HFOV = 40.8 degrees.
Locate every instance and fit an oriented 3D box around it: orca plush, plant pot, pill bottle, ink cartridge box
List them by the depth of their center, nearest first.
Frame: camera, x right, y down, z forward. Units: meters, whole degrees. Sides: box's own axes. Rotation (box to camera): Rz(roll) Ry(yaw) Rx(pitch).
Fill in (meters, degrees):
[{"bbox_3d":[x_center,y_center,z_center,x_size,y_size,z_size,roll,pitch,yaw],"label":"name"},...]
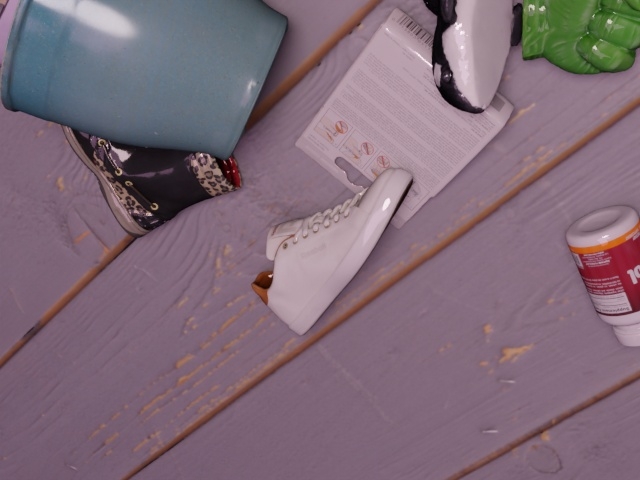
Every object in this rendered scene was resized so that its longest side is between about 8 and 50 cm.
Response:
[{"bbox_3d":[0.137,-0.283,0.915,0.102,0.151,0.287,7,112,41],"label":"orca plush"},{"bbox_3d":[-0.183,-0.224,0.980,0.255,0.272,0.272,22,119,-9],"label":"plant pot"},{"bbox_3d":[0.352,0.043,1.004,0.086,0.086,0.152,-20,106,25],"label":"pill bottle"},{"bbox_3d":[0.096,-0.139,1.042,0.181,0.056,0.225,40,138,-2],"label":"ink cartridge box"}]

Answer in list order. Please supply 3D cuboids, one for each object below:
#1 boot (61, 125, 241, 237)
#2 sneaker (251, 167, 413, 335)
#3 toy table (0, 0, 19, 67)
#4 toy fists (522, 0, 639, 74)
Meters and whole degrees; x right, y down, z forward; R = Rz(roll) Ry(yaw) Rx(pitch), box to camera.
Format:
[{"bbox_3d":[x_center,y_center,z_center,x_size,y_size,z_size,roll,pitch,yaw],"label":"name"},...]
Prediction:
[{"bbox_3d":[-0.224,-0.134,1.124,0.178,0.085,0.236,-19,108,21],"label":"boot"},{"bbox_3d":[0.000,0.000,1.085,0.123,0.106,0.290,38,125,0],"label":"sneaker"},{"bbox_3d":[-0.393,-0.351,1.001,0.160,0.252,0.274,24,112,-25],"label":"toy table"},{"bbox_3d":[0.281,-0.306,0.868,0.142,0.096,0.279,3,113,16],"label":"toy fists"}]
